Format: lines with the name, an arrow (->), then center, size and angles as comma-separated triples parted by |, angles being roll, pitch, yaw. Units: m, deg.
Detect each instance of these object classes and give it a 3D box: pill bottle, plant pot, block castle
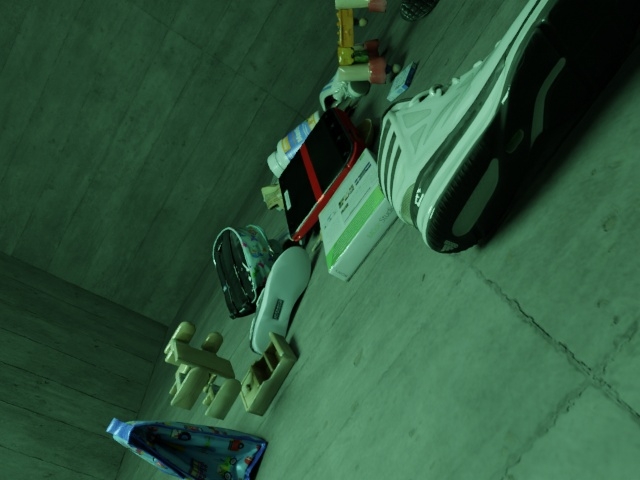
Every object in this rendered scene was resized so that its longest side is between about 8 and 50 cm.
pill bottle -> -0.063, -0.341, 1.644 | 0.272, 0.152, 0.152 | -32, 29, 26
plant pot -> 0.098, -0.268, 1.385 | 0.236, 0.032, 0.236 | -51, 20, 27
block castle -> 0.164, -0.739, 1.538 | 0.453, 0.212, 0.303 | -84, -9, -58

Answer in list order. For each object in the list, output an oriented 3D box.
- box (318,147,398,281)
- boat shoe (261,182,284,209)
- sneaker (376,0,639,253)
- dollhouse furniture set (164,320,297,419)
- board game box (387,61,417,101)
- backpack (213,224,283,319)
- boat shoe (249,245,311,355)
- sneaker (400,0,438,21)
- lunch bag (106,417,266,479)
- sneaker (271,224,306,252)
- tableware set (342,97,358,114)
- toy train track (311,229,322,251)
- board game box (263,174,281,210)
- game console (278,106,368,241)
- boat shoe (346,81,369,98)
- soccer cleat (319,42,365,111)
box -> 0.089, -0.075, 1.067 | 0.232, 0.058, 0.322 | -54, 17, 20
boat shoe -> -0.116, -0.178, 1.732 | 0.341, 0.121, 0.110 | -1, 101, 59
sneaker -> 0.219, -0.228, 0.638 | 0.448, 0.169, 0.257 | -58, 39, 15
dollhouse furniture set -> -0.204, 0.268, 0.999 | 0.161, 0.242, 0.212 | -59, 27, 3
board game box -> 0.242, -0.471, 1.322 | 0.090, 0.020, 0.090 | -22, 42, 63
backpack -> -0.217, 0.080, 1.345 | 0.191, 0.254, 0.225 | -16, -17, -39
boat shoe -> -0.115, 0.160, 1.194 | 0.102, 0.108, 0.301 | -20, 50, 62
sneaker -> 0.367, -0.850, 1.492 | 0.283, 0.107, 0.124 | -56, 1, 7
lunch bag -> -0.299, 0.434, 0.939 | 0.221, 0.293, 0.138 | -33, 31, 56
sneaker -> -0.126, 0.037, 1.438 | 0.229, 0.087, 0.092 | -51, 21, 33
tableware set -> 0.075, -0.460, 1.746 | 0.194, 0.039, 0.128 | -54, 6, 2
toy train track -> 0.000, 0.000, 1.265 | 0.083, 0.014, 0.048 | -58, 24, 28
board game box -> -0.115, -0.308, 1.937 | 0.303, 0.097, 0.224 | -43, 23, 40
game console -> -0.007, -0.220, 1.388 | 0.342, 0.060, 0.387 | -52, 29, 24
boat shoe -> 0.140, -0.590, 1.722 | 0.081, 0.079, 0.228 | -55, 11, 40
soccer cleat -> 0.109, -0.687, 1.925 | 0.331, 0.116, 0.143 | -46, 38, 43
